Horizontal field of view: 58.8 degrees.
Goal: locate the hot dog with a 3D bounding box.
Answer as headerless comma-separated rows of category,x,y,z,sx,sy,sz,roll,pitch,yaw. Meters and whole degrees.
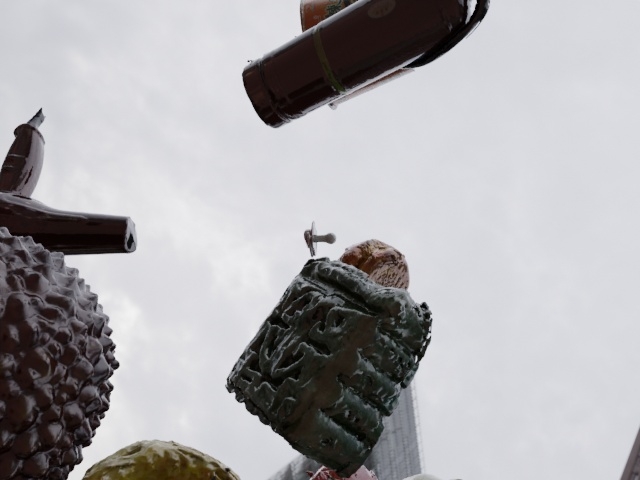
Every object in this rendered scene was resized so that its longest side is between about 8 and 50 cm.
hot dog,0.140,0.076,1.537,0.150,0.256,0.153,22,-75,43

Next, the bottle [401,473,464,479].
bottle,0.199,0.464,1.034,0.083,0.083,0.270,52,-28,16

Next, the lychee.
lychee,-0.372,0.132,0.602,0.330,0.306,0.307,7,-74,32

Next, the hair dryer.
hair dryer,-0.448,-0.102,0.931,0.123,0.312,0.341,92,-6,-53

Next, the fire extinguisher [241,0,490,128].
fire extinguisher,0.068,-0.259,0.703,0.341,0.105,0.142,-22,-123,21

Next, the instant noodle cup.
instant noodle cup,0.079,-0.397,1.132,0.182,0.230,0.231,-12,-86,17

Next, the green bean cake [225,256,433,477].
green bean cake,0.009,0.154,0.781,0.255,0.132,0.241,-55,-152,-8

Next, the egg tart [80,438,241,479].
egg tart,-0.278,0.527,0.945,0.388,0.387,0.169,46,-53,20

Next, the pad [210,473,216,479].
pad,-0.156,0.376,0.676,0.190,0.004,0.127,-55,-150,41

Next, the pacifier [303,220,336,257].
pacifier,0.000,0.000,1.363,0.077,0.099,0.082,-2,-117,4

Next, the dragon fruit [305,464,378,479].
dragon fruit,0.069,0.703,1.503,0.252,0.241,0.241,37,-52,-13
